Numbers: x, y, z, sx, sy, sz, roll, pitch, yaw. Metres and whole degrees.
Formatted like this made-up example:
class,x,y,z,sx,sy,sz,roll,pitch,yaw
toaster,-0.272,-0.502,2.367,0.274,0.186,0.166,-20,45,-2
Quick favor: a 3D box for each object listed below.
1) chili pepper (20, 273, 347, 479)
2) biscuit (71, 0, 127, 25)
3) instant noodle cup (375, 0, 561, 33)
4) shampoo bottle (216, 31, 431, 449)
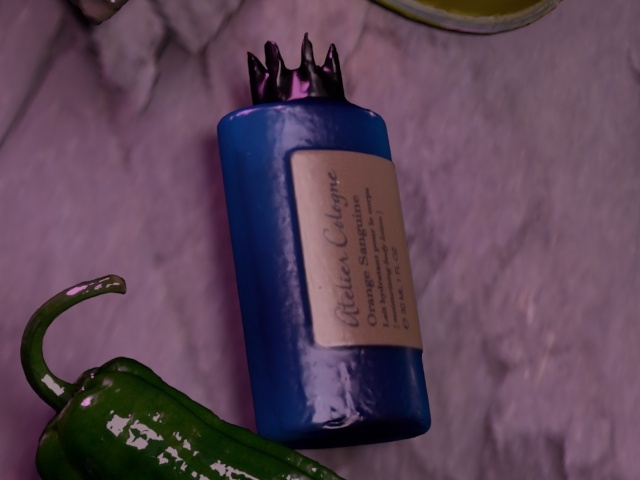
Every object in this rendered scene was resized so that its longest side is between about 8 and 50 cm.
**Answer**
class,x,y,z,sx,sy,sz,roll,pitch,yaw
chili pepper,-0.016,0.120,0.703,0.257,0.100,0.074,30,39,-5
biscuit,-0.132,-0.247,0.801,0.141,0.038,0.290,-38,97,-39
instant noodle cup,0.104,-0.255,0.873,0.264,0.200,0.264,12,69,-32
shampoo bottle,0.000,0.000,0.801,0.087,0.050,0.183,1,74,-33
